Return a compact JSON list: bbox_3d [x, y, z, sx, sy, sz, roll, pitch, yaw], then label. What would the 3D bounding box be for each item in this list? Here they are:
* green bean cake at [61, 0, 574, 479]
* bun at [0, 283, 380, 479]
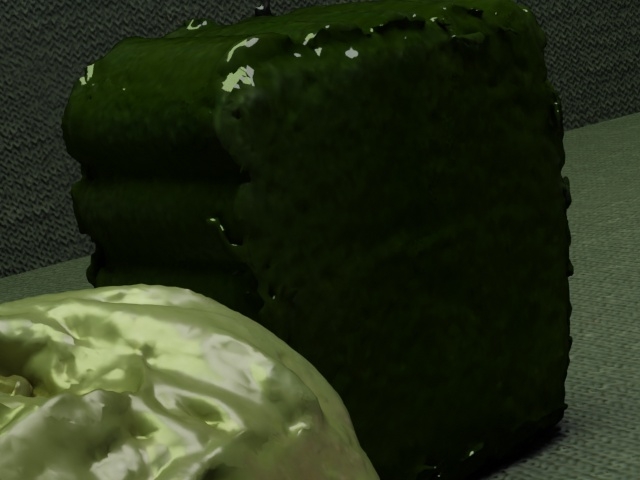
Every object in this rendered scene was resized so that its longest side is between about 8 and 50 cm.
[{"bbox_3d":[0.000,0.000,1.173,0.218,0.335,0.319,-1,9,45],"label":"green bean cake"},{"bbox_3d":[-0.143,0.141,0.850,0.361,0.213,0.361,-9,10,2],"label":"bun"}]
